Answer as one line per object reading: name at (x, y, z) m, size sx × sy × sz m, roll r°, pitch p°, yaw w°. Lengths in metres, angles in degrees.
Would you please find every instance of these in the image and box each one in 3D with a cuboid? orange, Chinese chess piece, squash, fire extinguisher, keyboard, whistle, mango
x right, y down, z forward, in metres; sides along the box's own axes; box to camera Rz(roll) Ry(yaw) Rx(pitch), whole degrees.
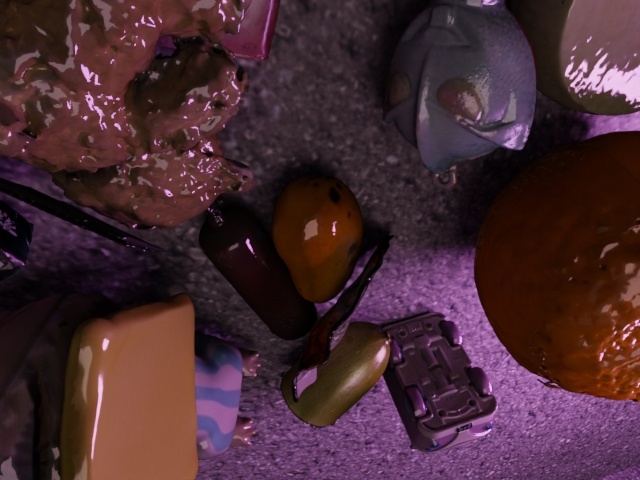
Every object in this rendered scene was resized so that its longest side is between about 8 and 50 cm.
orange at (0.368, 0.023, 0.601) m, size 0.341 × 0.293 × 0.340 m, roll 1°, pitch 127°, yaw 1°
Chinese chess piece at (0.314, -0.250, 0.465) m, size 0.251 × 0.101 × 0.250 m, roll -11°, pitch 133°, yaw -12°
squash at (0.037, 0.202, 0.748) m, size 0.123 × 0.123 × 0.186 m, roll 27°, pitch 117°, yaw -36°
fire extinguisher at (-0.090, 0.030, 0.584) m, size 0.072 × 0.089 × 0.267 m, roll -55°, pitch 141°, yaw -23°
keyboard at (-0.232, -0.029, 0.410) m, size 0.074 × 0.197 × 0.015 m, roll 61°, pitch 52°, yaw -73°
whistle at (0.132, -0.205, 0.424) m, size 0.134 × 0.142 × 0.345 m, roll -13°, pitch 122°, yaw -23°
mango at (0.002, -0.003, 0.567) m, size 0.115 × 0.090 × 0.178 m, roll -46°, pitch 140°, yaw -22°

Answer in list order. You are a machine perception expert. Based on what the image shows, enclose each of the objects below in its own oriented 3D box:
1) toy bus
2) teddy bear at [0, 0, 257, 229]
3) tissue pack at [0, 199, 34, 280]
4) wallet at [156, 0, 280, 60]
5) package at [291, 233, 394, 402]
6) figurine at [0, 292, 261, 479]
toy bus at (0.187, 0.238, 0.780) m, size 0.142 × 0.202 × 0.142 m, roll -14°, pitch 135°, yaw -9°
teddy bear at (-0.164, -0.101, 0.368) m, size 0.268 × 0.156 × 0.256 m, roll 8°, pitch 165°, yaw 15°
tissue pack at (-0.362, -0.027, 0.416) m, size 0.103 × 0.090 × 0.170 m, roll -27°, pitch 136°, yaw 4°
wallet at (-0.077, -0.261, 0.362) m, size 0.120 × 0.025 × 0.232 m, roll 0°, pitch 130°, yaw -22°
package at (0.024, 0.097, 0.625) m, size 0.040 × 0.166 × 0.231 m, roll 30°, pitch 109°, yaw 4°
figurine at (-0.322, 0.189, 0.594) m, size 0.378 × 0.266 × 0.361 m, roll 2°, pitch 166°, yaw 19°
